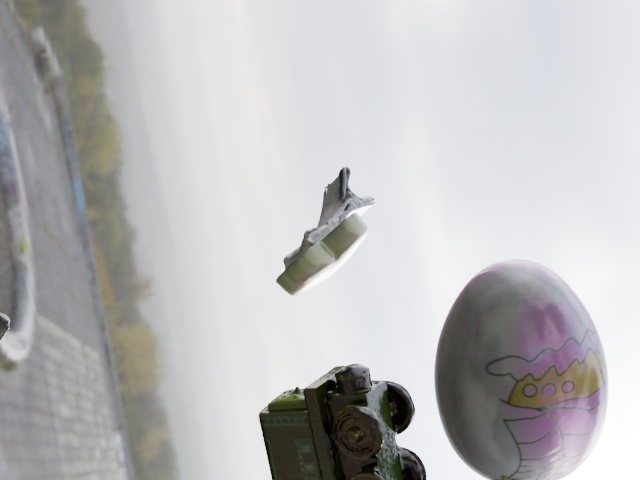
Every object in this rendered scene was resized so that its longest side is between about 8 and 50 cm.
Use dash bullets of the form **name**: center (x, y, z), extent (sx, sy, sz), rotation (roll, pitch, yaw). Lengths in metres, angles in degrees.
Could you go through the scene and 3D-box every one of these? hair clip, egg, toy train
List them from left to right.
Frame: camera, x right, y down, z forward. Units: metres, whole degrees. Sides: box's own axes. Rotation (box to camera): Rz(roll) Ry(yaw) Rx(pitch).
- **hair clip**: center (0.000, 0.003, 1.412), extent (0.159, 0.071, 0.218), rotation (-48, -176, 34)
- **toy train**: center (0.021, 0.221, 1.071), extent (0.090, 0.137, 0.225), rotation (-22, 103, -60)
- **egg**: center (0.222, 0.148, 1.305), extent (0.196, 0.196, 0.271), rotation (-106, -164, -49)

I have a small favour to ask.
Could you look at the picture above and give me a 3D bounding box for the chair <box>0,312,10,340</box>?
- **chair**: center (-0.413, 0.127, 1.057), extent (0.136, 0.270, 0.147), rotation (32, 5, -32)
